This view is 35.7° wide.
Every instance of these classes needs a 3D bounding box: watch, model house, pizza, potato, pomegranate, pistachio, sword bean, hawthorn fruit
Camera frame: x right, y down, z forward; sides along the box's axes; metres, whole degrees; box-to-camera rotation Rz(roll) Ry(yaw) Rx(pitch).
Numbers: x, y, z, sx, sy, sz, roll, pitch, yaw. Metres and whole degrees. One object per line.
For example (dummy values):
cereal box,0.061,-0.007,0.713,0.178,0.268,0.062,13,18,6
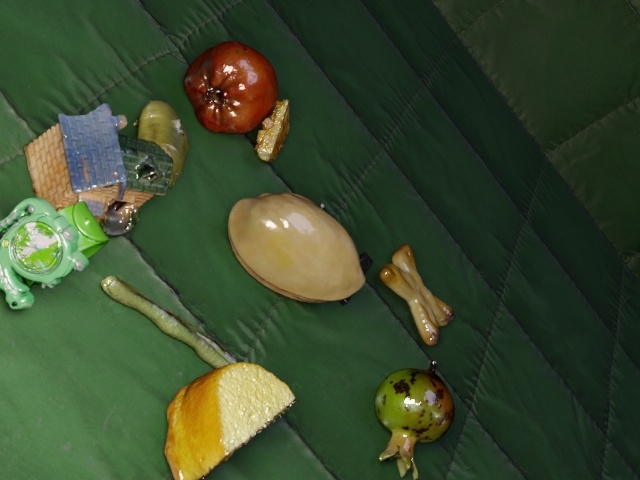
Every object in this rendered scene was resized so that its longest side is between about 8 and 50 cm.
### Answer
watch,-0.394,0.009,1.406,0.131,0.165,0.152,56,6,-1
model house,-0.329,-0.109,1.546,0.183,0.172,0.166,11,53,-52
pizza,-0.098,-0.232,2.053,0.046,0.134,0.175,15,17,5
potato,-0.280,-0.165,1.754,0.105,0.085,0.188,33,43,-32
pomegranate,0.177,0.340,1.888,0.156,0.156,0.220,40,39,-27
pistachio,-0.048,0.011,1.851,0.293,0.162,0.181,37,67,-29
sword bean,-0.241,0.133,1.587,0.269,0.038,0.043,39,11,-29
hawthorn fruit,-0.161,-0.300,1.951,0.185,0.185,0.202,59,31,3

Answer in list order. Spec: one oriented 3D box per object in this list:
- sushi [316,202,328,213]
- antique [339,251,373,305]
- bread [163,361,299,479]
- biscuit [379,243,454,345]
sushi,0.000,0.000,2.027,0.210,0.040,0.192,-7,66,-54
antique,0.072,0.078,2.099,0.031,0.015,0.192,52,31,-10
bread,-0.150,0.262,1.512,0.134,0.129,0.260,51,30,3
biscuit,0.214,0.123,2.231,0.207,0.047,0.164,55,30,-5
